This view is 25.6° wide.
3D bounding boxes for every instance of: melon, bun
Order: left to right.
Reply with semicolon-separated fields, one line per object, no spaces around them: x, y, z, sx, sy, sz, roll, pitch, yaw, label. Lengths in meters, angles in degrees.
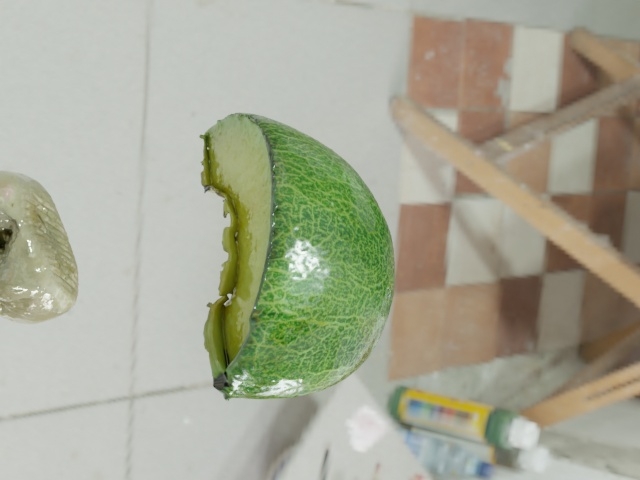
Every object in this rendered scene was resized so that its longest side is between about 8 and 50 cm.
-0.374;0.012;1.675;0.193;0.128;0.178;65;8;-73;bun
0.000;0.000;1.172;0.169;0.129;0.265;15;50;-28;melon
